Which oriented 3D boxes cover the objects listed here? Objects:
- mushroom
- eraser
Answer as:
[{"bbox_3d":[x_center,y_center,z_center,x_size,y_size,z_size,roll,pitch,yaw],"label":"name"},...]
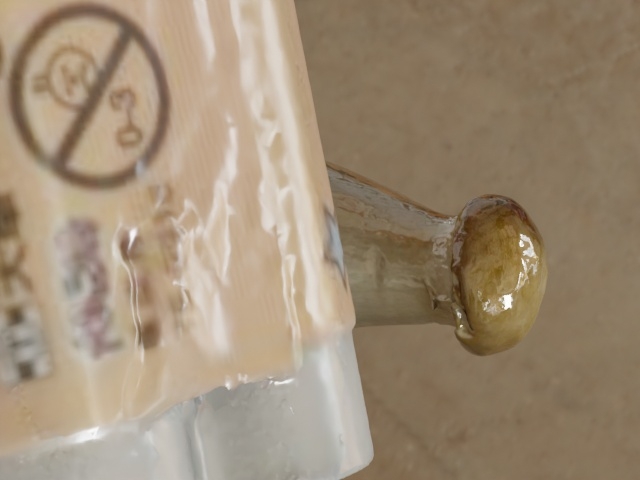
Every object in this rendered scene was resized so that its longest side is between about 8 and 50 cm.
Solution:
[{"bbox_3d":[0.000,0.000,1.343,0.350,0.128,0.128,11,36,34],"label":"mushroom"},{"bbox_3d":[-0.074,-0.059,0.557,0.171,0.087,0.290,-15,96,-40],"label":"eraser"}]
